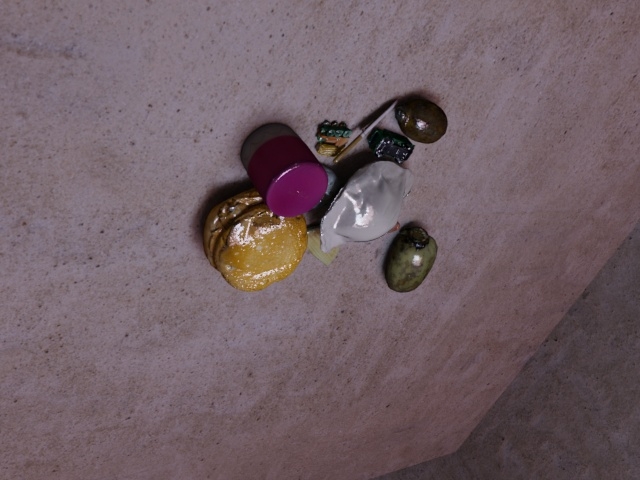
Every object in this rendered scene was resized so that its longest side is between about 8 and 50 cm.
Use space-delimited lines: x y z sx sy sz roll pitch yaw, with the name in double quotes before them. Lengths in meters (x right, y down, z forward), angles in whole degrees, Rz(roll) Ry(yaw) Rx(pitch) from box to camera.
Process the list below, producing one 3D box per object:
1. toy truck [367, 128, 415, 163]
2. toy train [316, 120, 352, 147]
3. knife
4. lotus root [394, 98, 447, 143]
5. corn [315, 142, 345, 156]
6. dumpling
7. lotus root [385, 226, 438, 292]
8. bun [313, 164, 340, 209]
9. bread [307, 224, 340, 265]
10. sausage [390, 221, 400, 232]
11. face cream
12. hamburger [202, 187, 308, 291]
"toy truck" 0.206 -0.276 1.842 0.147 0.079 0.065 9 127 -42
"toy train" 0.036 -0.291 1.738 0.103 0.044 0.064 -2 142 -35
"knife" 0.125 -0.308 1.769 0.256 0.022 0.046 -44 -174 -3
"lotus root" 0.290 -0.341 1.809 0.209 0.120 0.120 9 125 -42
"corn" 0.027 -0.253 1.774 0.092 0.037 0.037 3 129 -37
"dumpling" 0.139 -0.114 1.880 0.341 0.181 0.260 -15 145 -2
"lotus root" 0.317 0.087 2.260 0.173 0.173 0.309 -14 145 -23
"bun" -0.008 -0.147 1.824 0.140 0.083 0.141 -18 140 -15
"bread" 0.005 -0.001 2.028 0.112 0.036 0.193 -45 138 6
"sausage" 0.198 -0.031 2.132 0.157 0.036 0.042 -19 132 -18
"face cream" -0.096 -0.183 1.632 0.175 0.195 0.175 -19 138 -18
"hamburger" -0.183 -0.012 1.771 0.289 0.170 0.314 -23 140 -19
